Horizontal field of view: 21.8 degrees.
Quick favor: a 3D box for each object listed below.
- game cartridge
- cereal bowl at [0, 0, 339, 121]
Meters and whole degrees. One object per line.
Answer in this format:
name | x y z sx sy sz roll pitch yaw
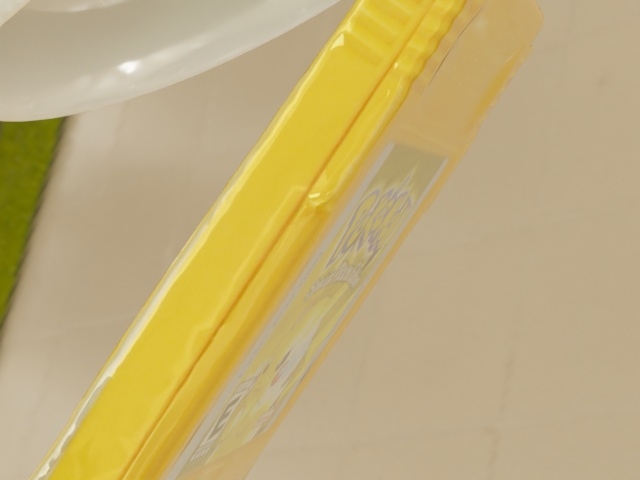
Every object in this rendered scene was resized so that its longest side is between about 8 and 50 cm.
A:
game cartridge | 0.000 0.000 0.824 0.324 0.052 0.285 -54 -9 7
cereal bowl | -0.084 -0.207 0.979 0.339 0.339 0.141 -31 81 35
